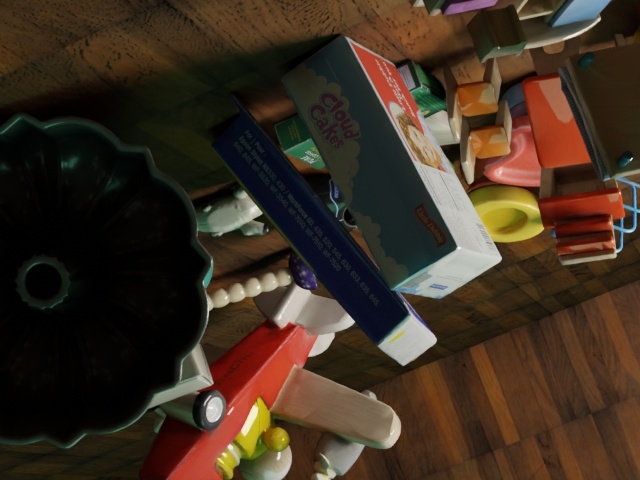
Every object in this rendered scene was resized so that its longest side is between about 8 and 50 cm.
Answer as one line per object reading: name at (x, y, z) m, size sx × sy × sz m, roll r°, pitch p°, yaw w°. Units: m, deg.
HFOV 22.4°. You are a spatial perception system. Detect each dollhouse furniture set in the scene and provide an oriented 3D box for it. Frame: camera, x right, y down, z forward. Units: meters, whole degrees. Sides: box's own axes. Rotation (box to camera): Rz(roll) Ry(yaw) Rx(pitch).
dollhouse furniture set at (0.261, -0.149, 1.624) m, size 0.286 × 0.303 × 0.198 m, roll -15°, pitch 164°, yaw -19°
dollhouse furniture set at (0.294, -0.106, 1.881) m, size 0.262 × 0.135 × 0.259 m, roll -9°, pitch 140°, yaw 12°

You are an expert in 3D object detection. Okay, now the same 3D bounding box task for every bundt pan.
bundt pan at (-0.270, 0.037, 1.621) m, size 0.331 × 0.331 × 0.124 m, roll -20°, pitch -176°, yaw 0°

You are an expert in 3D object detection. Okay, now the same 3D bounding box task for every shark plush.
shark plush at (-0.130, -0.027, 2.063) m, size 0.161 × 0.073 × 0.067 m, roll -26°, pitch -165°, yaw 4°

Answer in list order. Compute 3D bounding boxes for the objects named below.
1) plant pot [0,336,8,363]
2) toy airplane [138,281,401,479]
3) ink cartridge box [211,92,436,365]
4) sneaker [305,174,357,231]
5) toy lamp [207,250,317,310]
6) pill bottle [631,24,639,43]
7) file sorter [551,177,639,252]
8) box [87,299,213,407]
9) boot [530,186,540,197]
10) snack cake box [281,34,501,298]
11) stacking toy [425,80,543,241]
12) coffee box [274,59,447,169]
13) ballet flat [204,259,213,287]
plant pot at (-0.353, 0.104, 1.808) m, size 0.215 × 0.215 × 0.230 m, roll -14°, pitch 179°, yaw -23°
toy airplane at (-0.094, 0.243, 2.463) m, size 0.384 × 0.272 × 0.386 m, roll -14°, pitch -150°, yaw -3°
ink cartridge box at (0.000, 0.000, 1.833) m, size 0.072 × 0.303 × 0.307 m, roll -40°, pitch 165°, yaw 3°
sneaker at (0.014, -0.028, 2.163) m, size 0.090 × 0.081 × 0.232 m, roll -3°, pitch 165°, yaw 4°
toy lamp at (-0.144, 0.084, 2.403) m, size 0.275 × 0.080 × 0.080 m, roll -20°, pitch 166°, yaw -5°
pill bottle at (0.440, -0.237, 1.911) m, size 0.119 × 0.119 × 0.208 m, roll -15°, pitch 165°, yaw -19°
file sorter at (0.391, -0.086, 2.151) m, size 0.104 × 0.118 × 0.170 m, roll 19°, pitch 133°, yaw -7°
box at (-0.214, 0.043, 1.750) m, size 0.113 × 0.275 × 0.094 m, roll -19°, pitch 168°, yaw 2°
boot at (0.385, -0.127, 2.260) m, size 0.112 × 0.115 × 0.305 m, roll -8°, pitch 160°, yaw -27°
snack cake box at (0.076, -0.075, 1.716) m, size 0.089 × 0.264 × 0.152 m, roll -33°, pitch 163°, yaw 19°
stacking toy at (0.207, -0.135, 2.109) m, size 0.279 × 0.130 × 0.309 m, roll 13°, pitch 152°, yaw -16°
coffee box at (0.049, -0.145, 1.883) m, size 0.184 × 0.040 × 0.113 m, roll -25°, pitch 164°, yaw 18°
ballet flat at (-0.230, 0.034, 2.060) m, size 0.096 × 0.095 × 0.280 m, roll 14°, pitch 178°, yaw 18°
